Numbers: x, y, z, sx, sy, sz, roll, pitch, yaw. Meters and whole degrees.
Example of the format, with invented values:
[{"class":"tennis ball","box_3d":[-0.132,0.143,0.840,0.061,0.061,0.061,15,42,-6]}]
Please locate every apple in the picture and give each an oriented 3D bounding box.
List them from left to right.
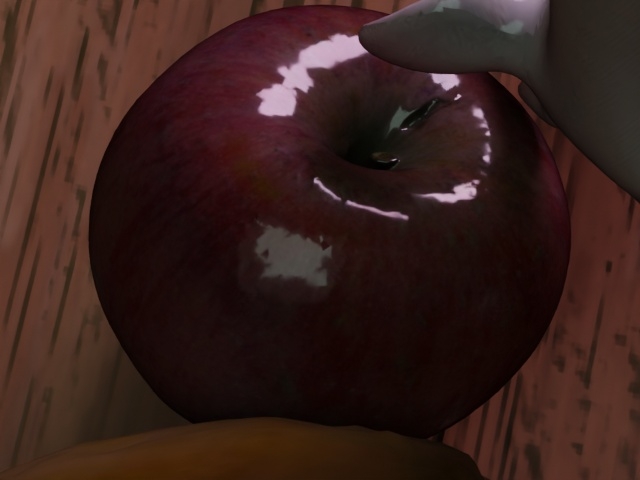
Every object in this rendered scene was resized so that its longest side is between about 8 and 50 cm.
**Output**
[{"class":"apple","box_3d":[0.000,0.000,0.565,0.153,0.120,0.153,10,48,-11]}]

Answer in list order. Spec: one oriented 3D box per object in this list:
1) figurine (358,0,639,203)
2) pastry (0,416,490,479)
[{"class":"figurine","box_3d":[0.164,-0.083,0.469,0.284,0.316,0.206,-28,83,-33]},{"class":"pastry","box_3d":[-0.016,0.246,0.453,0.410,0.245,0.409,-4,62,8]}]
